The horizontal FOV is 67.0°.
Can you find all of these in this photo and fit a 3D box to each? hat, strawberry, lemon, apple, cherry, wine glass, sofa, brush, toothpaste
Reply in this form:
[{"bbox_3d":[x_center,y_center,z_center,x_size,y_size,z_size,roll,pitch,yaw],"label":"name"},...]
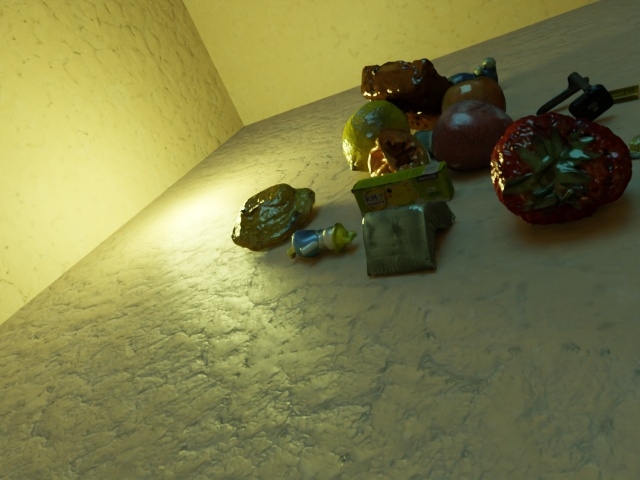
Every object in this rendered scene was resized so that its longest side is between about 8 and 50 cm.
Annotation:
[{"bbox_3d":[0.243,-0.254,1.777,0.233,0.233,0.245,-44,32,45],"label":"hat"},{"bbox_3d":[0.575,-0.164,1.191,0.311,0.268,0.351,12,5,14],"label":"strawberry"},{"bbox_3d":[0.219,-0.412,1.942,0.322,0.268,0.268,-42,29,-16],"label":"lemon"},{"bbox_3d":[0.582,-0.510,1.843,0.253,0.254,0.254,-21,25,10],"label":"apple"},{"bbox_3d":[0.509,-0.347,1.611,0.307,0.221,0.261,19,55,31],"label":"cherry"},{"bbox_3d":[0.444,-0.376,1.858,0.103,0.103,0.231,-31,21,-12],"label":"wine glass"},{"bbox_3d":[0.250,-0.009,1.345,0.210,0.176,0.225,-9,1,31],"label":"sofa"},{"bbox_3d":[0.946,-0.280,1.247,0.296,0.060,0.068,-13,25,25],"label":"brush"},{"bbox_3d":[0.270,-0.167,1.597,0.327,0.110,0.077,-9,31,31],"label":"toothpaste"}]

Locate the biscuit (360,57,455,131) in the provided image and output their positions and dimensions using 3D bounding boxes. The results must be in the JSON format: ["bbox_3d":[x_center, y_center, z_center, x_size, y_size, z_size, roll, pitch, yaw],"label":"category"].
[{"bbox_3d":[0.389,-0.597,2.027,0.342,0.394,0.167,10,83,46],"label":"biscuit"}]

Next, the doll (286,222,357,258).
[{"bbox_3d":[0.000,0.001,1.535,0.240,0.099,0.135,-7,-9,32],"label":"doll"}]

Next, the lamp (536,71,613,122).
[{"bbox_3d":[0.844,-0.475,1.651,0.203,0.124,0.283,-43,19,28],"label":"lamp"}]

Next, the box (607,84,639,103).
[{"bbox_3d":[0.999,-0.491,1.656,0.156,0.022,0.089,-6,30,36],"label":"box"}]

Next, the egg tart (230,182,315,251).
[{"bbox_3d":[-0.196,-0.100,1.860,0.351,0.153,0.340,-14,30,26],"label":"egg tart"}]

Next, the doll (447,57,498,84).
[{"bbox_3d":[0.702,-0.738,2.275,0.258,0.154,0.228,-9,-4,18],"label":"doll"}]
